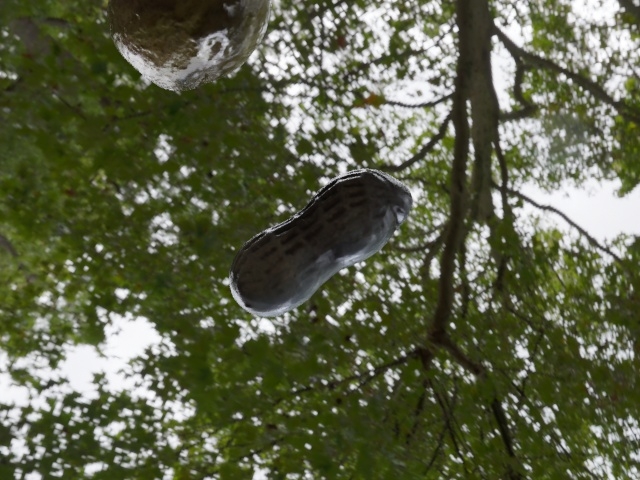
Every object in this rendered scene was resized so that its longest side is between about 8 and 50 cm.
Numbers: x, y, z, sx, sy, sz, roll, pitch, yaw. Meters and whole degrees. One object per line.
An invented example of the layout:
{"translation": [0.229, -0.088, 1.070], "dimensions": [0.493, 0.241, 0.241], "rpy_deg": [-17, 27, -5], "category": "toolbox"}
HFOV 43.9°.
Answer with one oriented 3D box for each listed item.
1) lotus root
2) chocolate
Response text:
{"translation": [-0.110, -0.205, 0.692], "dimensions": [0.214, 0.138, 0.138], "rpy_deg": [-25, -137, 64], "category": "lotus root"}
{"translation": [0.000, 0.000, 0.643], "dimensions": [0.167, 0.072, 0.072], "rpy_deg": [-37, -126, -9], "category": "chocolate"}
